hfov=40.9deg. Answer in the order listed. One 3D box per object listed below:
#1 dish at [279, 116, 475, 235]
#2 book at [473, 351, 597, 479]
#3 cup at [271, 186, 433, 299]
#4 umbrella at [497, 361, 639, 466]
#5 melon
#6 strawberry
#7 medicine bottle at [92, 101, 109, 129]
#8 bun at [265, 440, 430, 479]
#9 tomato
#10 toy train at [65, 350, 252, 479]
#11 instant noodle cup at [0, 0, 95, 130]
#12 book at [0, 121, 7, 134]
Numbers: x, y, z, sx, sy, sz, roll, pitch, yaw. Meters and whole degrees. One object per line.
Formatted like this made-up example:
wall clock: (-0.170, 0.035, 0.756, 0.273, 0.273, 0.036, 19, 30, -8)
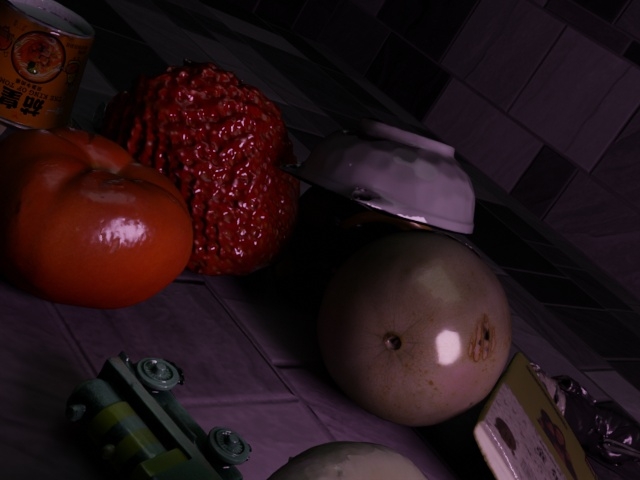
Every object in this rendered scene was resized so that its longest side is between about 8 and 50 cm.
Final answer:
dish: (0.109, -0.107, 1.270, 0.303, 0.120, 0.303, 18, 7, -2)
book: (0.311, 0.305, 1.212, 0.239, 0.035, 0.352, 60, 23, 3)
cup: (0.086, 0.043, 1.394, 0.256, 0.178, 0.255, 26, -1, -22)
umbrella: (0.457, 0.310, 1.462, 0.357, 0.113, 0.106, 26, -2, -19)
melon: (0.134, 0.116, 1.196, 0.268, 0.268, 0.330, 37, 12, 13)
strawberry: (-0.153, -0.104, 1.318, 0.312, 0.267, 0.351, -8, 60, -38)
medicine bottle: (-0.323, -0.198, 1.583, 0.191, 0.051, 0.051, 21, 22, -33)
bun: (0.007, 0.311, 0.657, 0.293, 0.187, 0.293, 37, 34, -31)
tomato: (-0.281, -0.023, 1.016, 0.260, 0.180, 0.260, 30, 16, -10)
toy train: (-0.161, 0.193, 0.826, 0.200, 0.083, 0.132, 40, 23, 24)
instant noodle cup: (-0.477, -0.299, 1.399, 0.215, 0.172, 0.216, 28, 19, -10)
book: (-0.605, -0.250, 1.125, 0.269, 0.032, 0.389, 38, 2, 6)
